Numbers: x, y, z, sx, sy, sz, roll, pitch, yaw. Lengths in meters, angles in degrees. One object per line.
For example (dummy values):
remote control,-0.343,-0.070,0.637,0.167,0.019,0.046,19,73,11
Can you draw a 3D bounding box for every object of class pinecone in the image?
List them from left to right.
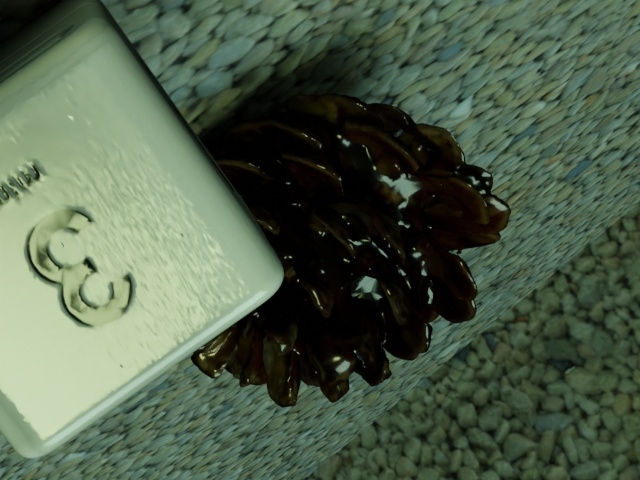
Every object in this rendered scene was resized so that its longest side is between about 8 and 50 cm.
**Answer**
pinecone,0.001,0.006,1.608,0.296,0.242,0.298,-30,168,-23

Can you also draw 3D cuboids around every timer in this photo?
timer,-0.160,-0.016,1.194,0.192,0.195,0.194,-35,-163,0
